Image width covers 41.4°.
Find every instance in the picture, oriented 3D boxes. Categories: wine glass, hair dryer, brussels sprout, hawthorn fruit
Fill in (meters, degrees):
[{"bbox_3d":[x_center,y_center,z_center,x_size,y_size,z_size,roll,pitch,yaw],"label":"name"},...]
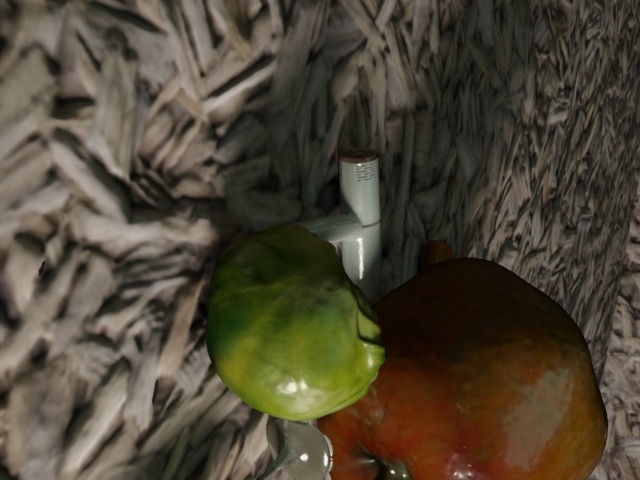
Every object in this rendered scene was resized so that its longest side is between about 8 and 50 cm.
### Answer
[{"bbox_3d":[-0.088,0.228,0.676,0.262,0.074,0.074,-29,123,-53],"label":"wine glass"},{"bbox_3d":[0.000,0.008,0.802,0.183,0.044,0.155,-30,122,-48],"label":"hair dryer"},{"bbox_3d":[-0.034,0.071,0.672,0.122,0.151,0.149,-18,145,-27],"label":"brussels sprout"},{"bbox_3d":[0.122,0.172,0.843,0.301,0.268,0.267,-30,126,-30],"label":"hawthorn fruit"}]

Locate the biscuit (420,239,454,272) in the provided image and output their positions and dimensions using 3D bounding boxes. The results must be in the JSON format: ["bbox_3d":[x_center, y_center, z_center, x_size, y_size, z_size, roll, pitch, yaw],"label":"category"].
[{"bbox_3d":[0.133,0.127,1.066,0.165,0.036,0.250,41,59,-56],"label":"biscuit"}]
